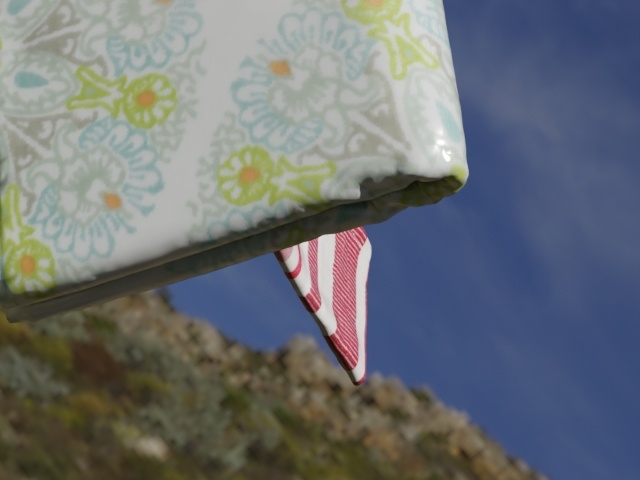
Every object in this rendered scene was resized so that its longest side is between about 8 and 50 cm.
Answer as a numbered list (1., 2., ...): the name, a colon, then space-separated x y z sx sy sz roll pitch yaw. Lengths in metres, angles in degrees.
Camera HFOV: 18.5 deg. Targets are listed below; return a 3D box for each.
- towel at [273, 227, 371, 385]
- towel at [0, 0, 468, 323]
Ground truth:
1. towel: 0.000 0.000 2.499 0.037 0.237 0.329 -12 -43 17
2. towel: -0.089 -0.131 1.412 0.090 0.374 0.320 35 42 -60
